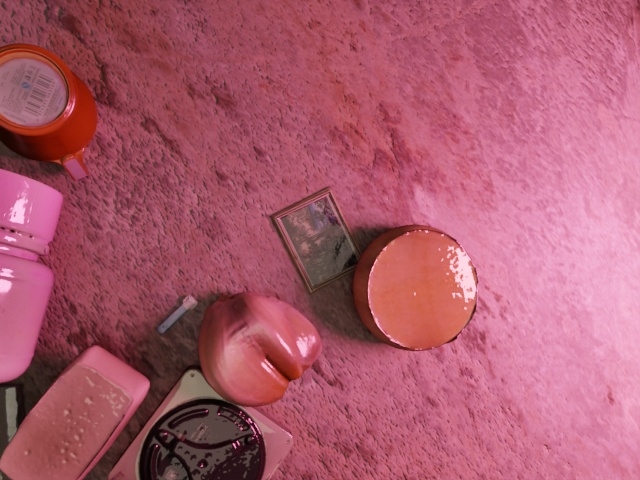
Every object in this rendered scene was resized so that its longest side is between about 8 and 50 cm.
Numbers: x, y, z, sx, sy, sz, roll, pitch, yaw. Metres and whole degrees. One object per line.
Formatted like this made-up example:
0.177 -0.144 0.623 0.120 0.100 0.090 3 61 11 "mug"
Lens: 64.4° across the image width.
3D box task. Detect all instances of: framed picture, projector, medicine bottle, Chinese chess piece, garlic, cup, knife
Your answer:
0.000 0.000 1.054 0.141 0.011 0.183 -27 94 -10 "framed picture"
-0.223 0.415 0.972 0.259 0.079 0.257 37 81 -7 "projector"
-0.574 0.049 0.825 0.255 0.256 0.325 11 79 -10 "medicine bottle"
0.193 0.096 1.037 0.257 0.104 0.257 0 91 -14 "Chinese chess piece"
-0.127 0.199 0.968 0.228 0.110 0.217 43 69 -2 "garlic"
-0.464 -0.209 0.855 0.182 0.264 0.226 -31 106 -18 "cup"
-0.283 0.147 1.000 0.096 0.010 0.027 -44 97 -6 "knife"

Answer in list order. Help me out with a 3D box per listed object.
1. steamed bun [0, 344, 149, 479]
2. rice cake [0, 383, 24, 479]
-0.422 0.310 0.894 0.146 0.164 0.242 37 84 -6 "steamed bun"
-0.626 0.360 0.920 0.189 0.037 0.198 3 89 -11 "rice cake"
